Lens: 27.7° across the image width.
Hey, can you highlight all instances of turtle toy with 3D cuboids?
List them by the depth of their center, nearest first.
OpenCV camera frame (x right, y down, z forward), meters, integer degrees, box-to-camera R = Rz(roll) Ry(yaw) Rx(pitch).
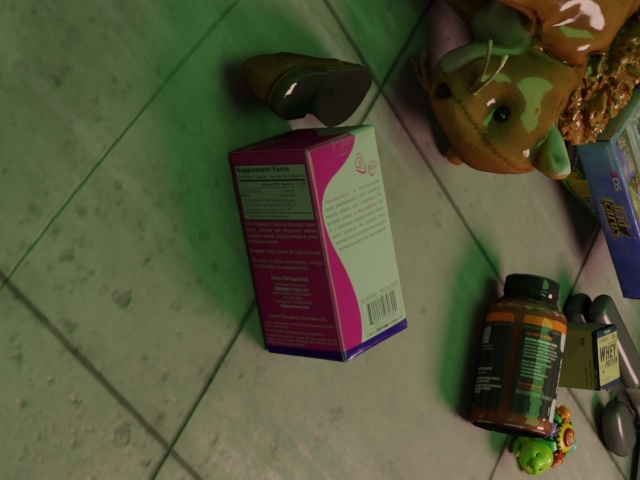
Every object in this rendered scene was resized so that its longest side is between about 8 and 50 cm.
[{"bbox_3d":[0.298,0.266,1.725,0.130,0.066,0.095,-33,115,-44],"label":"turtle toy"}]

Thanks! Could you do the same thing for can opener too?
[{"bbox_3d":[0.426,0.196,1.870,0.093,0.074,0.280,-50,126,-36],"label":"can opener"}]

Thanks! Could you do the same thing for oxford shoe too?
[{"bbox_3d":[-0.010,-0.169,1.357,0.076,0.076,0.212,-59,158,15],"label":"oxford shoe"}]

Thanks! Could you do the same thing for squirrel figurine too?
[{"bbox_3d":[0.290,-0.239,1.561,0.397,0.281,0.371,23,80,-45],"label":"squirrel figurine"}]

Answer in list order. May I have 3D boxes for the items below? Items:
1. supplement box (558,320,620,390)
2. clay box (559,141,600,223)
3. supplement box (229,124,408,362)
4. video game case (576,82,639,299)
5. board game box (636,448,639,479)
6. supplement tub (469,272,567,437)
[{"bbox_3d":[0.359,0.158,1.782,0.056,0.083,0.083,-14,101,-48],"label":"supplement box"},{"bbox_3d":[0.411,-0.105,1.862,0.222,0.053,0.128,37,63,-43],"label":"clay box"},{"bbox_3d":[0.000,0.000,1.335,0.111,0.113,0.220,-23,109,-46],"label":"supplement box"},{"bbox_3d":[0.465,-0.094,1.837,0.244,0.061,0.270,-49,127,-39],"label":"video game case"},{"bbox_3d":[0.592,0.280,2.002,0.142,0.144,0.275,18,78,-50],"label":"board game box"},{"bbox_3d":[0.254,0.145,1.643,0.106,0.106,0.198,24,73,-47],"label":"supplement tub"}]
